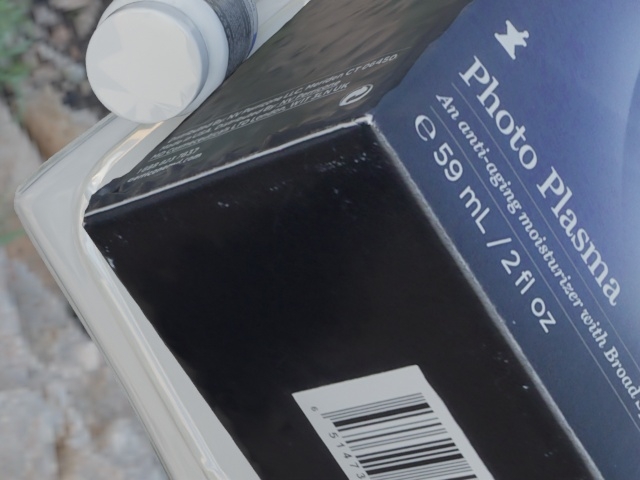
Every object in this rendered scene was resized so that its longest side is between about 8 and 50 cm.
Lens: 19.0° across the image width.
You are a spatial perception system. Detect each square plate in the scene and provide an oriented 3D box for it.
[{"bbox_3d":[0.000,0.000,1.151,0.347,0.344,0.049,58,16,22],"label":"square plate"}]

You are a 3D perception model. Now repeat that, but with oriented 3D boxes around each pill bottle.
[{"bbox_3d":[-0.085,-0.114,1.094,0.137,0.078,0.078,-63,135,-71],"label":"pill bottle"}]

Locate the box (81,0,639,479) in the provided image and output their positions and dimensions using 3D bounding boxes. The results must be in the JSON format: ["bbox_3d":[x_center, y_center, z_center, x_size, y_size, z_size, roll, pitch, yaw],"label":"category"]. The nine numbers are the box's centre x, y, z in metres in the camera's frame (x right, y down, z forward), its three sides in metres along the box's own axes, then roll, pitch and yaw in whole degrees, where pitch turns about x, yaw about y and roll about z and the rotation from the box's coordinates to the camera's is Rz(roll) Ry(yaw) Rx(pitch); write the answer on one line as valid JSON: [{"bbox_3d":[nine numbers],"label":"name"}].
[{"bbox_3d":[0.106,0.006,0.857,0.296,0.183,0.294,56,46,-17],"label":"box"}]
